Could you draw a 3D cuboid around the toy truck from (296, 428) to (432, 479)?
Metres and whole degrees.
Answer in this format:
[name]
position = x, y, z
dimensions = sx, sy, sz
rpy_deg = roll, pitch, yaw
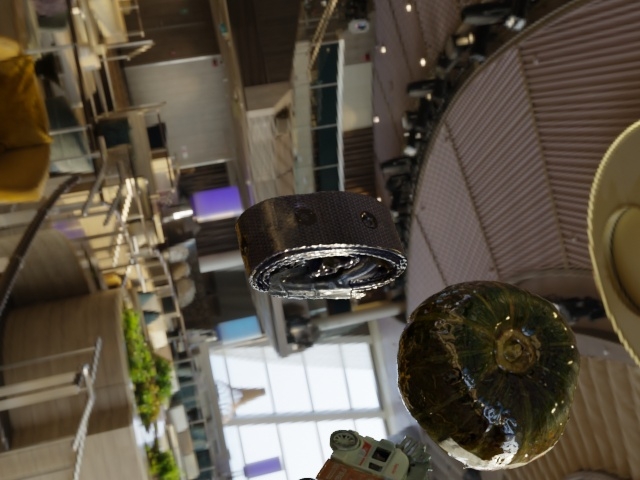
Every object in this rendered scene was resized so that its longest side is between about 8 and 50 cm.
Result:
[toy truck]
position = 0.064, 0.425, 1.079
dimensions = 0.338, 0.184, 0.133
rpy_deg = -35, 132, -61

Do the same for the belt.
[belt]
position = 0.000, 0.000, 0.960
dimensions = 0.139, 0.231, 0.126
rpy_deg = 117, -36, -49

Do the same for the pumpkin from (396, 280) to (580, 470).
[pumpkin]
position = 0.222, 0.178, 0.952
dimensions = 0.189, 0.260, 0.260
rpy_deg = 135, -54, -59
